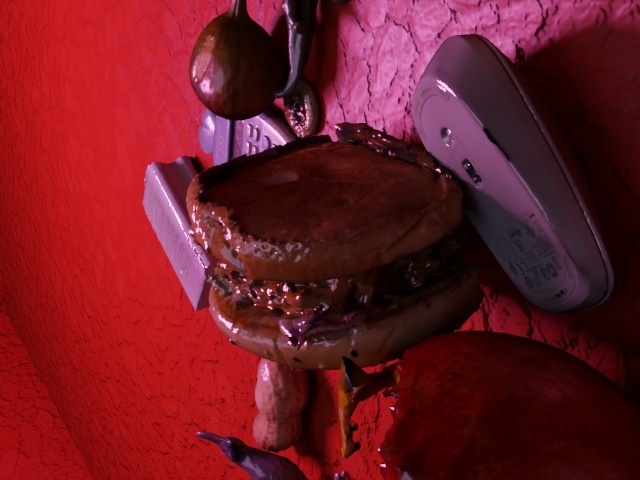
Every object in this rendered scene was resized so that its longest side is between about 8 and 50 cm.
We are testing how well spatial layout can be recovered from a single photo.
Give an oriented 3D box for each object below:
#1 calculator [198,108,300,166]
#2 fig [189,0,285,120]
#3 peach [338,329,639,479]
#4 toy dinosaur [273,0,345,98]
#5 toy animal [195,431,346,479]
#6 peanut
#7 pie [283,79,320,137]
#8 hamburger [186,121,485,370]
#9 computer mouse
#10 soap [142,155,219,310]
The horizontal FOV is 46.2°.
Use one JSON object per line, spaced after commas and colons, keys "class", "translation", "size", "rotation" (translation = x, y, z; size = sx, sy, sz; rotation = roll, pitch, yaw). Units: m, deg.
{"class": "calculator", "translation": [-0.104, -0.125, 1.183], "size": [0.302, 0.042, 0.188], "rotation": [40, 135, 40]}
{"class": "fig", "translation": [-0.109, -0.286, 1.027], "size": [0.149, 0.149, 0.245], "rotation": [45, 137, 36]}
{"class": "peach", "translation": [0.176, 0.273, 0.692], "size": [0.335, 0.310, 0.406], "rotation": [-90, -3, -60]}
{"class": "toy dinosaur", "translation": [-0.012, -0.319, 0.939], "size": [0.120, 0.079, 0.292], "rotation": [30, 126, 53]}
{"class": "toy animal", "translation": [-0.036, 0.438, 1.260], "size": [0.206, 0.081, 0.367], "rotation": [-19, 113, 36]}
{"class": "peanut", "translation": [-0.070, 0.282, 1.268], "size": [0.104, 0.085, 0.228], "rotation": [48, 141, 45]}
{"class": "pie", "translation": [-0.030, -0.186, 1.066], "size": [0.084, 0.021, 0.084], "rotation": [27, 124, 48]}
{"class": "hamburger", "translation": [0.000, 0.000, 0.834], "size": [0.318, 0.277, 0.195], "rotation": [45, 153, 54]}
{"class": "computer mouse", "translation": [0.193, -0.068, 0.721], "size": [0.288, 0.097, 0.159], "rotation": [57, 166, 10]}
{"class": "soap", "translation": [-0.238, -0.016, 1.377], "size": [0.261, 0.094, 0.150], "rotation": [58, 143, 22]}
